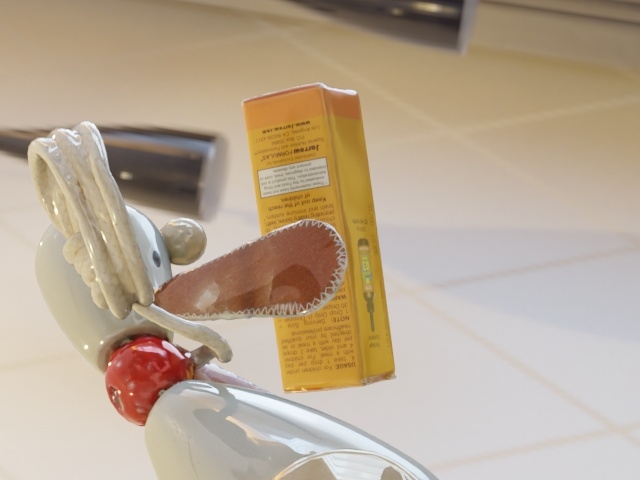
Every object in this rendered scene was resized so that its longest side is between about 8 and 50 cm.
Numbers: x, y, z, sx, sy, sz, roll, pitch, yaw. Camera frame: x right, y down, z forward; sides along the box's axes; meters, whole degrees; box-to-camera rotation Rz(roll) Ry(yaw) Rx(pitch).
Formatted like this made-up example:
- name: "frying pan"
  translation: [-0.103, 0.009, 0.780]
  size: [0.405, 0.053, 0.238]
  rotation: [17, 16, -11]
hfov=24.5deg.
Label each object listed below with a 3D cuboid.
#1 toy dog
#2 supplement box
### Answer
- name: "toy dog"
  translation: [-0.007, 0.084, 0.717]
  size: [0.333, 0.161, 0.220]
  rotation: [61, 158, 17]
- name: "supplement box"
  translation: [0.000, 0.000, 1.153]
  size: [0.078, 0.080, 0.233]
  rotation: [1, -101, -66]
